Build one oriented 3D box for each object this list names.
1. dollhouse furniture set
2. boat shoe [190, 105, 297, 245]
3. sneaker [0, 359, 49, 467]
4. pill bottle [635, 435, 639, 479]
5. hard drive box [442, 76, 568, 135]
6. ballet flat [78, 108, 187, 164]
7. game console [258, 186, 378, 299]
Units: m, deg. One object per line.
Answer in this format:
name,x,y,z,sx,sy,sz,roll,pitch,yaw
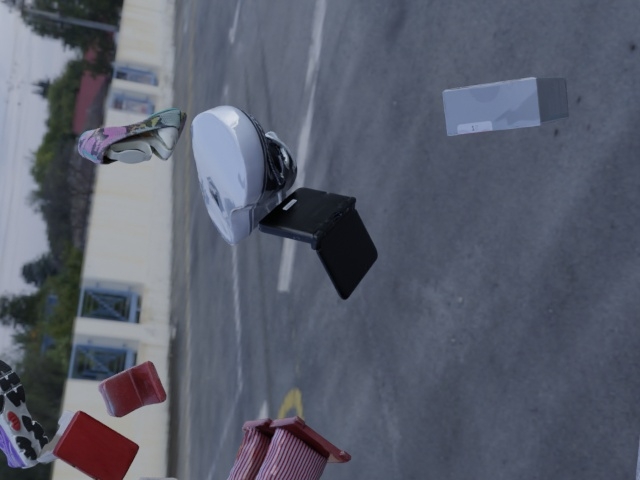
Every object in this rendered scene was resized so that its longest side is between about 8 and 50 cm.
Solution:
dollhouse furniture set,-0.165,0.301,1.152,0.152,0.374,0.201,-19,39,51
boat shoe,-0.077,-0.081,0.949,0.108,0.102,0.301,55,165,13
sneaker,-0.450,0.244,1.153,0.170,0.071,0.068,65,-155,0
pill bottle,0.433,0.236,0.904,0.283,0.160,0.160,-41,-29,-60
hard drive box,0.364,-0.264,1.606,0.232,0.181,0.089,-19,-76,-58
ballet flat,-0.299,-0.164,1.392,0.079,0.221,0.077,43,130,22
game console,0.000,0.000,0.916,0.122,0.107,0.071,-47,-34,-58
